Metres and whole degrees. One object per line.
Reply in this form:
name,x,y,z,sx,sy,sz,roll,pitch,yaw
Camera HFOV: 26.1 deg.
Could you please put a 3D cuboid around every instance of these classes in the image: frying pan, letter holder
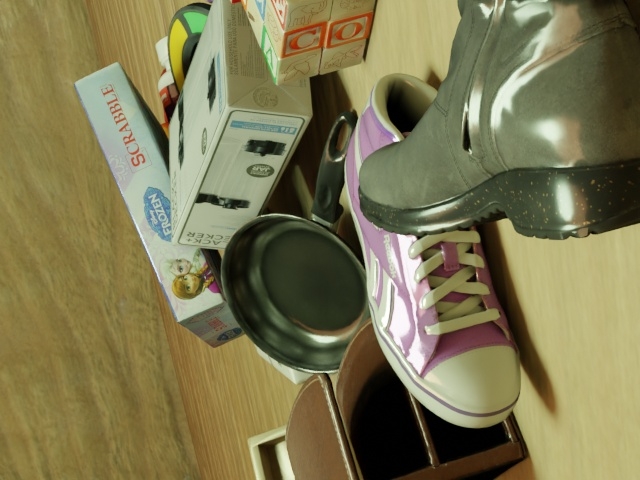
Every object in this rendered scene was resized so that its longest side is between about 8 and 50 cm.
frying pan,-0.026,-0.002,1.478,0.197,0.053,0.326,9,119,28
letter holder,0.051,0.151,1.297,0.302,0.152,0.214,111,142,-70

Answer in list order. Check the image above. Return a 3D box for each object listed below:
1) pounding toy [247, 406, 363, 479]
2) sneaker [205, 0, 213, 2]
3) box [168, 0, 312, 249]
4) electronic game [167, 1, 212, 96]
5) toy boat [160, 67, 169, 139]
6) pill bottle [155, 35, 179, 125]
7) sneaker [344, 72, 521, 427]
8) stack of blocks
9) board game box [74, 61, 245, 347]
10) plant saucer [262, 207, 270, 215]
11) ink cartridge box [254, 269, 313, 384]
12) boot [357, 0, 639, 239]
pounding toy,0.032,0.311,1.636,0.094,0.181,0.206,35,-144,-61
sneaker,-0.145,-0.375,1.608,0.104,0.095,0.236,103,148,-80
box,-0.094,-0.127,1.482,0.290,0.087,0.169,121,148,-58
electronic game,-0.113,-0.179,1.666,0.229,0.048,0.229,39,146,33
toy boat,-0.233,-0.152,2.102,0.231,0.151,0.151,93,157,-55
pill bottle,-0.153,-0.179,1.827,0.108,0.108,0.194,142,111,-76
sneaker,0.086,-0.001,1.074,0.161,0.102,0.282,103,148,-59
stack of blocks,-0.047,-0.297,1.286,0.171,0.087,0.297,100,150,-63
board game box,-0.192,-0.032,1.749,0.318,0.066,0.319,71,175,-79
plant saucer,-0.066,0.081,1.929,0.188,0.045,0.188,94,155,-57
ink cartridge box,-0.035,0.074,1.687,0.218,0.092,0.159,-163,58,-73
boot,0.107,-0.121,0.857,0.338,0.118,0.223,0,103,65
